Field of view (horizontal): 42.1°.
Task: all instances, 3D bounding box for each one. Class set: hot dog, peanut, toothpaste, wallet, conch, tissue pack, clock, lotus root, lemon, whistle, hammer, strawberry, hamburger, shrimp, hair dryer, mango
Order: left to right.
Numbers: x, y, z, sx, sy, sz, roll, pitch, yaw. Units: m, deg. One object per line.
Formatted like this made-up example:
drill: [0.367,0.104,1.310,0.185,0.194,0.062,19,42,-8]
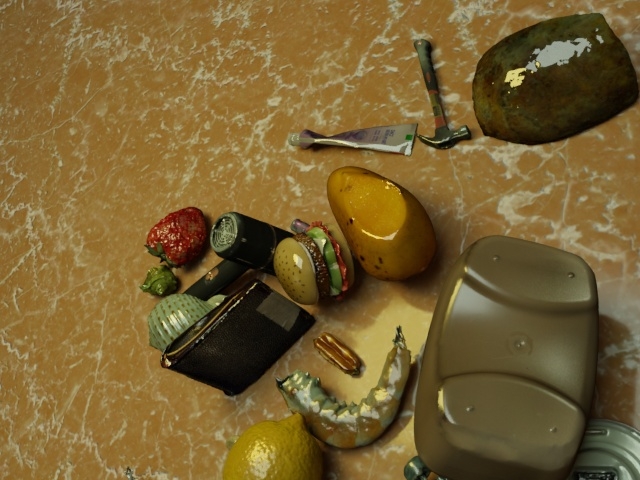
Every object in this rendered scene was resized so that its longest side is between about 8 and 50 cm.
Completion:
conch: [-0.383,0.093,1.956,0.089,0.074,0.121,-10,34,-10]
strawberry: [-0.332,-0.011,1.947,0.131,0.131,0.148,34,96,37]
conch: [-0.288,0.190,1.791,0.200,0.131,0.172,-36,73,29]
hair dryer: [-0.228,0.075,1.828,0.352,0.189,0.107,-38,51,27]
wallet: [-0.165,0.197,1.689,0.262,0.221,0.071,-40,49,10]
peanut: [-0.159,0.420,1.697,0.083,0.037,0.037,12,75,30]
lemon: [-0.090,0.435,1.554,0.186,0.187,0.244,22,87,36]
hamburger: [-0.020,0.051,1.683,0.136,0.175,0.175,-19,50,-24]
whistle: [0.000,0.000,1.798,0.176,0.033,0.033,32,87,38]
hot dog: [0.034,0.229,1.672,0.049,0.037,0.122,-44,58,-8]
toothpaste: [0.066,-0.226,1.855,0.300,0.048,0.075,3,42,25]
shrimp: [0.058,0.299,1.587,0.287,0.068,0.185,-28,73,24]
mango: [0.114,-0.035,1.646,0.160,0.191,0.290,-36,58,-4]
hammer: [0.244,-0.322,1.801,0.111,0.033,0.288,-19,59,21]
tissue pack: [0.299,0.212,1.353,0.267,0.277,0.387,11,61,8]
lotus root: [0.436,-0.313,1.615,0.314,0.142,0.210,-19,61,24]
clock: [0.443,0.405,1.331,0.244,0.056,0.245,-12,63,26]

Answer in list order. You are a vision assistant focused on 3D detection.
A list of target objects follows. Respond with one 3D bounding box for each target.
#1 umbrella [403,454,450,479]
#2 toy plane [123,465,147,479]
umbrella: [0.267,0.488,1.373,0.143,0.094,0.349,-54,51,7]
toy plane: [-0.376,0.623,1.718,0.273,0.107,0.182,-97,20,-48]
